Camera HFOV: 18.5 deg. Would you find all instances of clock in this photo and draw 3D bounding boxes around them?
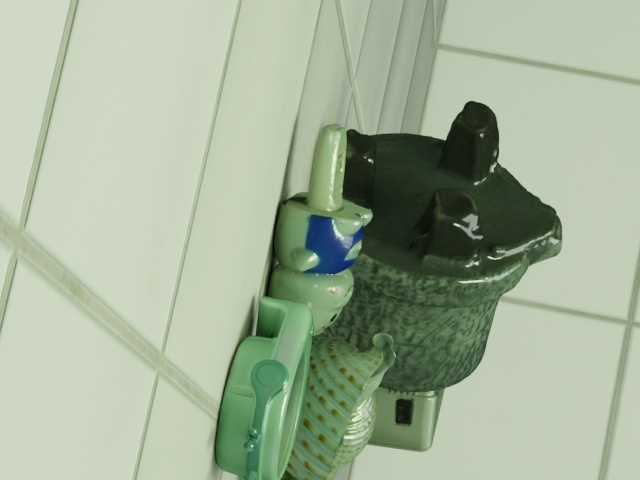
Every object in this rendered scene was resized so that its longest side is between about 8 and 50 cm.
[{"bbox_3d":[-0.058,0.165,1.925,0.211,0.066,0.159,-69,168,-58],"label":"clock"}]

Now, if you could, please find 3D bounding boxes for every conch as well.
[{"bbox_3d":[-0.005,0.170,2.117,0.172,0.131,0.200,-43,154,-56],"label":"conch"}]

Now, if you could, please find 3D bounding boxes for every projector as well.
[{"bbox_3d":[0.061,0.170,2.494,0.257,0.192,0.099,-62,157,-73],"label":"projector"}]

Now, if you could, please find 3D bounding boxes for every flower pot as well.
[{"bbox_3d":[0.132,0.001,2.338,0.299,0.299,0.283,-72,174,-52],"label":"flower pot"}]

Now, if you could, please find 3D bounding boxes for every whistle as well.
[{"bbox_3d":[0.000,0.000,2.048,0.110,0.092,0.244,-30,133,-68],"label":"whistle"}]

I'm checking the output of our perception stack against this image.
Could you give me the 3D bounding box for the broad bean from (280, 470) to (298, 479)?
[{"bbox_3d":[-0.059,0.343,2.155,0.228,0.100,0.169,-95,-160,-64],"label":"broad bean"}]
